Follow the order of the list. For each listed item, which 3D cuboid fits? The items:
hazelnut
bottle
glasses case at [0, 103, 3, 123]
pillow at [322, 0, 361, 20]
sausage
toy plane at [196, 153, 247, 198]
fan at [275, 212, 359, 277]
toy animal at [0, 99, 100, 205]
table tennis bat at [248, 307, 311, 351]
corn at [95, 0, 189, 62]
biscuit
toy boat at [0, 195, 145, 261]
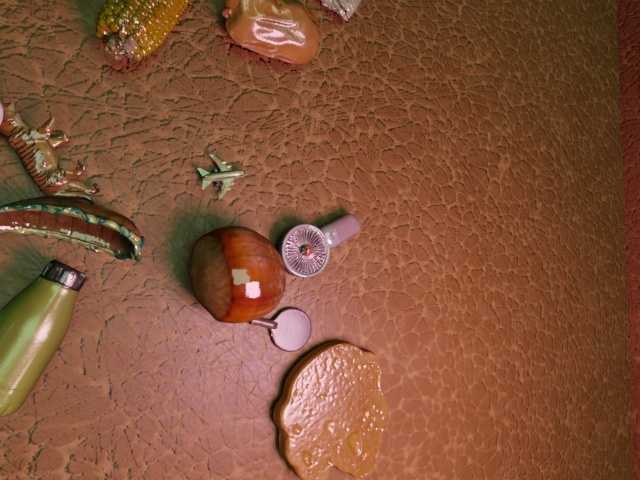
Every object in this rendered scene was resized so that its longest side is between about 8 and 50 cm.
[{"bbox_3d":[-0.169,0.071,0.870,0.214,0.176,0.215,7,76,-28],"label":"hazelnut"},{"bbox_3d":[-0.512,0.161,0.715,0.112,0.112,0.260,32,73,-23],"label":"bottle"},{"bbox_3d":[-0.643,-0.232,0.680,0.197,0.049,0.076,13,85,-11],"label":"glasses case"},{"bbox_3d":[0.066,-0.695,1.095,0.134,0.077,0.181,39,67,-24],"label":"pillow"},{"bbox_3d":[-0.112,-0.506,0.962,0.241,0.120,0.136,8,72,-27],"label":"sausage"},{"bbox_3d":[-0.222,-0.147,0.929,0.111,0.040,0.103,-12,95,-29],"label":"toy plane"},{"bbox_3d":[0.000,0.000,1.024,0.244,0.074,0.130,-30,101,-27],"label":"fan"},{"bbox_3d":[-0.512,-0.156,0.769,0.099,0.056,0.241,-30,103,-20],"label":"toy animal"},{"bbox_3d":[-0.070,0.209,0.951,0.169,0.119,0.108,20,78,-28],"label":"table tennis bat"},{"bbox_3d":[-0.341,-0.492,0.840,0.119,0.119,0.322,38,71,-22],"label":"corn"},{"bbox_3d":[0.035,0.437,1.031,0.311,0.057,0.352,-10,91,-28],"label":"biscuit"},{"bbox_3d":[-0.478,-0.027,0.752,0.292,0.108,0.099,12,54,-27],"label":"toy boat"}]
